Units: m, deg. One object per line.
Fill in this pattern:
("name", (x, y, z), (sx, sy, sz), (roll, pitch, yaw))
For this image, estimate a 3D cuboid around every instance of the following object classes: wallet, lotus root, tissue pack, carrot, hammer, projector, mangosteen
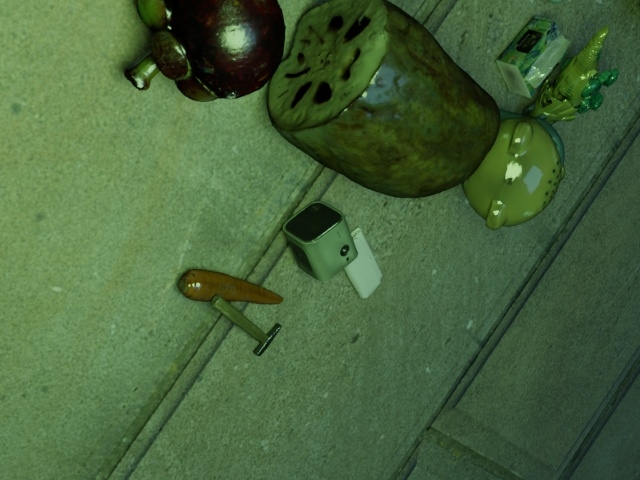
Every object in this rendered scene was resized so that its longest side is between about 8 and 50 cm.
("wallet", (0.068, 0.040, 1.447), (0.061, 0.025, 0.122), (-47, 134, -20))
("lotus root", (0.109, -0.185, 1.220), (0.346, 0.250, 0.251), (19, 99, -46))
("tissue pack", (0.375, -0.315, 1.479), (0.111, 0.079, 0.085), (-49, 134, -9))
("carrot", (-0.127, 0.076, 1.291), (0.216, 0.048, 0.048), (14, 103, -48))
("hammer", (-0.116, 0.123, 1.310), (0.062, 0.013, 0.199), (-51, 149, -8))
("projector", (0.000, 0.000, 1.325), (0.083, 0.083, 0.082), (-37, 131, -19))
("mangosteen", (-0.132, -0.253, 1.033), (0.183, 0.172, 0.173), (8, 108, -22))

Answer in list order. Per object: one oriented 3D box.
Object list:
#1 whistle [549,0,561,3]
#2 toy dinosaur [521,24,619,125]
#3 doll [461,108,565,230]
("whistle", (0.428, -0.440, 1.491), (0.100, 0.035, 0.035), (-28, 128, -28))
("toy dinosaur", (0.462, -0.292, 1.519), (0.153, 0.094, 0.259), (-24, 157, -33))
("doll", (0.320, -0.120, 1.414), (0.260, 0.161, 0.177), (-30, 138, -68))
